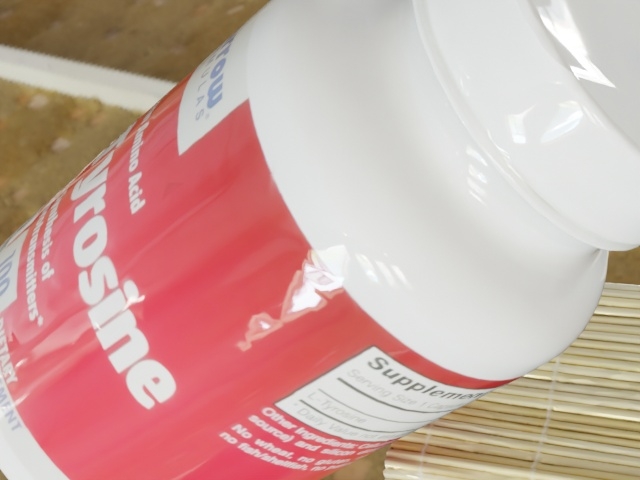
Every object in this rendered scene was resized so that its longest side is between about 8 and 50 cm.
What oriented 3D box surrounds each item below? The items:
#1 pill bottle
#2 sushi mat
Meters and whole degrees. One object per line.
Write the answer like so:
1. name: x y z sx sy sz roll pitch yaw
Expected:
1. pill bottle: 0.000 0.000 0.625 0.408 0.229 0.229 -35 -152 35
2. sushi mat: 0.202 0.095 0.667 0.317 0.019 0.151 4 -118 21
